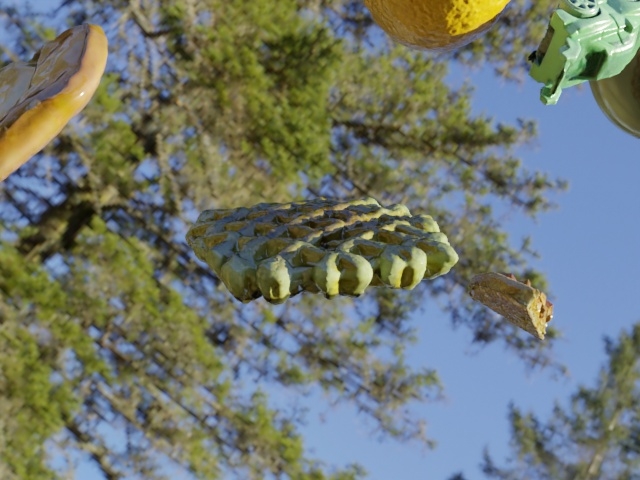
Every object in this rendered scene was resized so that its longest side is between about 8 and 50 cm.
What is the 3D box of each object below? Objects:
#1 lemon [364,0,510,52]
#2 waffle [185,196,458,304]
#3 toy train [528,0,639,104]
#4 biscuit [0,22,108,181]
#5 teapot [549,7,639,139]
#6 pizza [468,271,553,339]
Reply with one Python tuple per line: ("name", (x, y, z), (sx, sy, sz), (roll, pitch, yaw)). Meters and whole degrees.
("lemon", (0.111, -0.253, 1.095), (0.142, 0.142, 0.187), (44, -16, -9))
("waffle", (0.000, 0.000, 0.758), (0.183, 0.169, 0.036), (-138, -136, -66))
("toy train", (0.263, -0.190, 1.095), (0.081, 0.149, 0.099), (58, -31, 32))
("biscuit", (-0.283, -0.053, 0.831), (0.299, 0.154, 0.045), (-24, -53, 21))
("teapot", (0.442, -0.261, 1.294), (0.318, 0.149, 0.220), (-40, -66, 17))
("pizza", (0.281, 0.086, 1.630), (0.134, 0.046, 0.175), (41, -11, -25))
